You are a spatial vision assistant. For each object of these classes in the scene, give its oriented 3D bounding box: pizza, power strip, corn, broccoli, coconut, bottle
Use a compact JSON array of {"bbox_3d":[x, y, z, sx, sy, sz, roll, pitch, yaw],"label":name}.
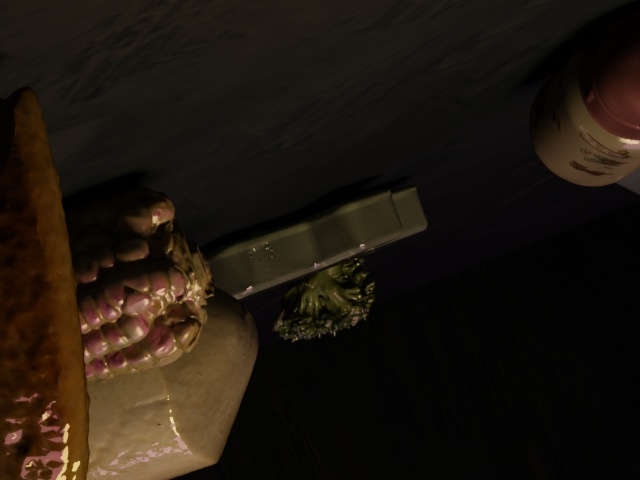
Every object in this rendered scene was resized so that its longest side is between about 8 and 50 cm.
[{"bbox_3d":[-0.163,0.082,0.974,0.087,0.268,0.258,-10,174,-24],"label":"pizza"},{"bbox_3d":[0.000,-0.001,1.927,0.265,0.059,0.193,-19,177,-38],"label":"power strip"},{"bbox_3d":[-0.237,0.064,1.338,0.335,0.127,0.126,-18,175,1],"label":"corn"},{"bbox_3d":[0.004,0.041,2.205,0.122,0.118,0.204,-2,159,-3],"label":"broccoli"},{"bbox_3d":[-0.159,0.116,1.697,0.222,0.202,0.202,-23,175,8],"label":"coconut"},{"bbox_3d":[0.241,-0.114,1.573,0.110,0.110,0.233,-22,174,-8],"label":"bottle"}]

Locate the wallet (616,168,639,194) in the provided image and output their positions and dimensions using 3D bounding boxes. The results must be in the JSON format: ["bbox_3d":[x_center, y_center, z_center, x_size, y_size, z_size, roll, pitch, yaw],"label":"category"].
[{"bbox_3d":[0.378,-0.072,2.055,0.069,0.231,0.170,-64,-176,-10],"label":"wallet"}]
